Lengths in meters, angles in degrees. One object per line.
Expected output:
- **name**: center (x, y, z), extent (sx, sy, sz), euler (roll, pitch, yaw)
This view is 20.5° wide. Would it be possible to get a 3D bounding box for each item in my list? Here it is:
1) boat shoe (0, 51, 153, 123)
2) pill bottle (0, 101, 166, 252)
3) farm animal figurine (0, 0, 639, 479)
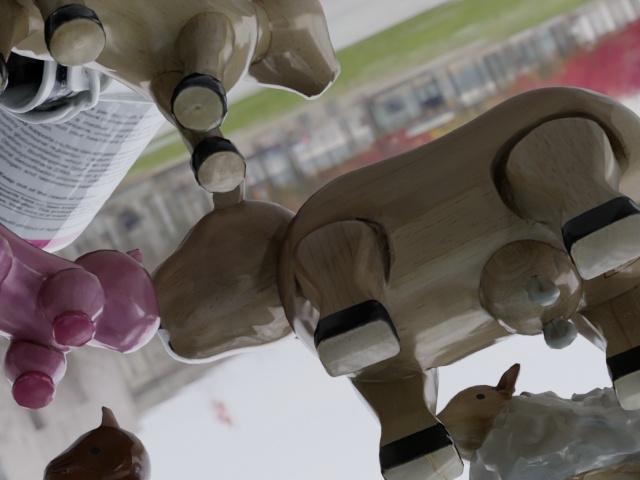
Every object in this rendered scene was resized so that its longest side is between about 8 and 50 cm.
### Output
- **boat shoe**: center (-0.151, -0.101, 0.931), extent (0.258, 0.084, 0.095), euler (10, 141, -37)
- **pill bottle**: center (-0.182, -0.129, 1.301), extent (0.160, 0.160, 0.283), euler (-27, 164, -49)
- **farm animal figurine**: center (0.000, 0.000, 0.717), extent (0.327, 0.330, 0.172), euler (-7, -146, -4)
